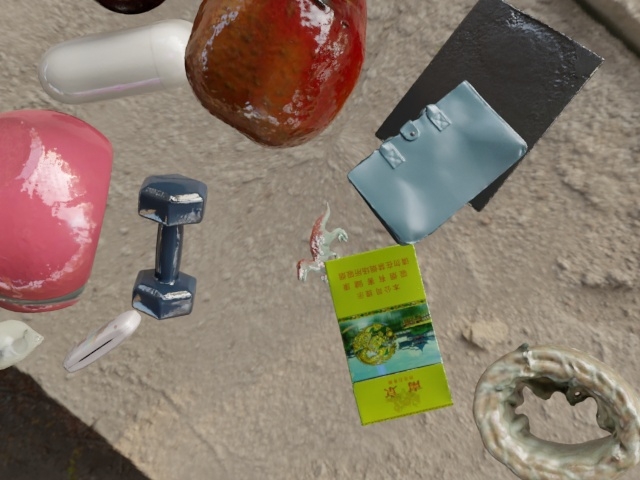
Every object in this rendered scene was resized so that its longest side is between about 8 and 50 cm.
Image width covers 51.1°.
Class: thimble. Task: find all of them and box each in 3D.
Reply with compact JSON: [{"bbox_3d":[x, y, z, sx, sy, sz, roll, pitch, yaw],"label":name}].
[{"bbox_3d":[0.340,0.252,0.962,0.229,0.148,0.195,29,96,25],"label":"thimble"}]

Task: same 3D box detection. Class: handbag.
[{"bbox_3d":[0.159,-0.106,0.936,0.221,0.057,0.144,-39,86,-2],"label":"handbag"}]

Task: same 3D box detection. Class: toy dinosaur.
[{"bbox_3d":[0.000,0.000,1.634,0.053,0.167,0.242,-25,59,41],"label":"toy dinosaur"}]

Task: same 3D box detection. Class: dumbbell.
[{"bbox_3d":[-0.340,0.016,1.502,0.160,0.144,0.324,21,117,20],"label":"dumbbell"}]

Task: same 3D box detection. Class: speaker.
[{"bbox_3d":[-0.414,-0.040,0.973,0.295,0.294,0.294,0,99,1],"label":"speaker"}]

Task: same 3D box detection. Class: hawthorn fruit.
[{"bbox_3d":[-0.040,-0.322,1.051,0.284,0.284,0.369,48,129,-6],"label":"hawthorn fruit"}]

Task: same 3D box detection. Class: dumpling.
[{"bbox_3d":[-0.713,0.235,1.472,0.150,0.176,0.092,-16,112,28],"label":"dumpling"}]

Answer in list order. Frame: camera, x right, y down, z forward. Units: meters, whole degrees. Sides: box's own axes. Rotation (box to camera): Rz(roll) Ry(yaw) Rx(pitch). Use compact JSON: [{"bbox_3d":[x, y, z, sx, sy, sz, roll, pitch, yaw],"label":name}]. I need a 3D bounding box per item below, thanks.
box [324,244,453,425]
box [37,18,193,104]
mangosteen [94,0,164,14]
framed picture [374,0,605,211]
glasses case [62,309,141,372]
[{"bbox_3d":[0.134,0.184,1.338,0.187,0.047,0.334,-13,87,1],"label":"box"},{"bbox_3d":[-0.429,-0.399,1.489,0.349,0.288,0.141,-10,111,1],"label":"box"},{"bbox_3d":[-0.389,-0.562,1.322,0.236,0.261,0.235,0,118,0],"label":"mangosteen"},{"bbox_3d":[0.281,-0.244,1.153,0.244,0.013,0.323,41,96,22],"label":"framed picture"},{"bbox_3d":[-0.193,0.089,0.589,0.083,0.032,0.021,-33,110,15],"label":"glasses case"}]
